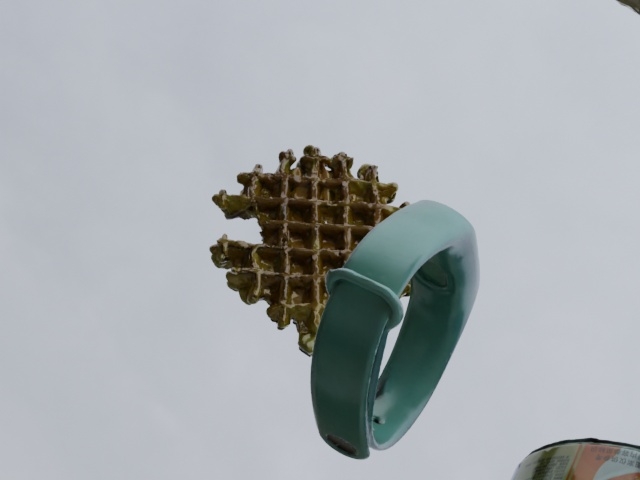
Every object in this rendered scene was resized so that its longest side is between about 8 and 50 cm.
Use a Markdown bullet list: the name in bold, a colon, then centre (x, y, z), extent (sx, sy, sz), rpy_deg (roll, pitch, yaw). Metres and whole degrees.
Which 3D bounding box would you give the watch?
- **watch**: centre (0.059, 0.070, 1.027), extent (0.068, 0.195, 0.237), rpy_deg (26, -25, 21)

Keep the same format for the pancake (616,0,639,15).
- **pancake**: centre (0.247, -0.263, 0.692), extent (0.382, 0.382, 0.071), rpy_deg (40, -16, 24)

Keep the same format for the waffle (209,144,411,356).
- **waffle**: centre (0.000, 0.000, 1.334), extent (0.228, 0.231, 0.051), rpy_deg (44, -31, 22)

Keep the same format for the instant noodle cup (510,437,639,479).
- **instant noodle cup**: centre (0.244, 0.321, 1.076), extent (0.296, 0.214, 0.296), rpy_deg (16, -37, 12)
